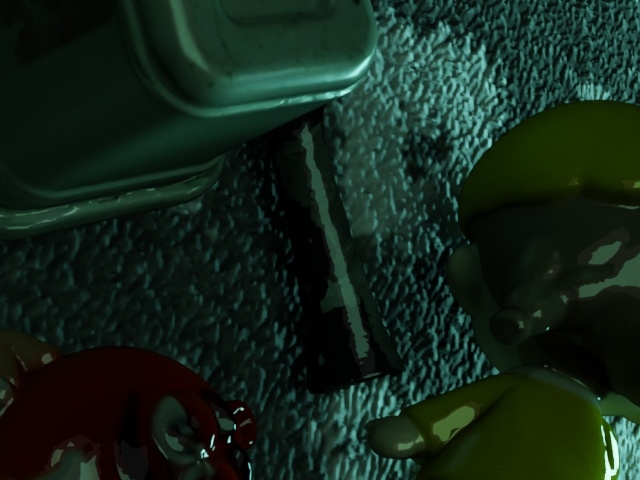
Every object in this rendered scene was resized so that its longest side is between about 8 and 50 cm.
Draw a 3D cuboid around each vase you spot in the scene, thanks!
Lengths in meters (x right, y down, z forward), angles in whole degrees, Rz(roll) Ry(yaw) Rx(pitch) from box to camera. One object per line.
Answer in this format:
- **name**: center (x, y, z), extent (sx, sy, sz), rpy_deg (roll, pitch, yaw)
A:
- **vase**: center (0.000, 0.000, 0.702), extent (0.059, 0.059, 0.167), rpy_deg (-14, 90, -42)

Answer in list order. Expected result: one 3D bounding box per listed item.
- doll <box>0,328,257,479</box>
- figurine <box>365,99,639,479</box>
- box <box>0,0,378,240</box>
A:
- **doll**: center (-0.111, 0.126, 0.561), extent (0.217, 0.085, 0.183), rpy_deg (-10, 86, -33)
- **figurine**: center (0.157, 0.080, 0.753), extent (0.215, 0.187, 0.344), rpy_deg (31, 68, -19)
- **box**: center (-0.098, -0.174, 0.572), extent (0.175, 0.182, 0.312), rpy_deg (-15, 90, -42)
